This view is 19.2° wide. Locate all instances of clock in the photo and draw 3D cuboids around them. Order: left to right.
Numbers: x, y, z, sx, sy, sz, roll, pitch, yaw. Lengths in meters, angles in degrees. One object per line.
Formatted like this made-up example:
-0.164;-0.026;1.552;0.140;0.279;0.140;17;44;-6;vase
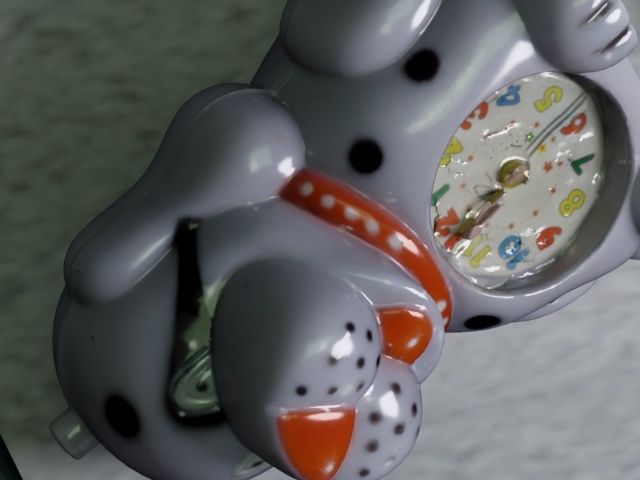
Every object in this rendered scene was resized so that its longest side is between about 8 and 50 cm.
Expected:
0.003;-0.001;0.720;0.254;0.189;0.189;-42;83;-12;clock

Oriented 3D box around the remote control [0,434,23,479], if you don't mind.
-0.169;0.061;0.727;0.072;0.042;0.222;-30;80;-19;remote control
